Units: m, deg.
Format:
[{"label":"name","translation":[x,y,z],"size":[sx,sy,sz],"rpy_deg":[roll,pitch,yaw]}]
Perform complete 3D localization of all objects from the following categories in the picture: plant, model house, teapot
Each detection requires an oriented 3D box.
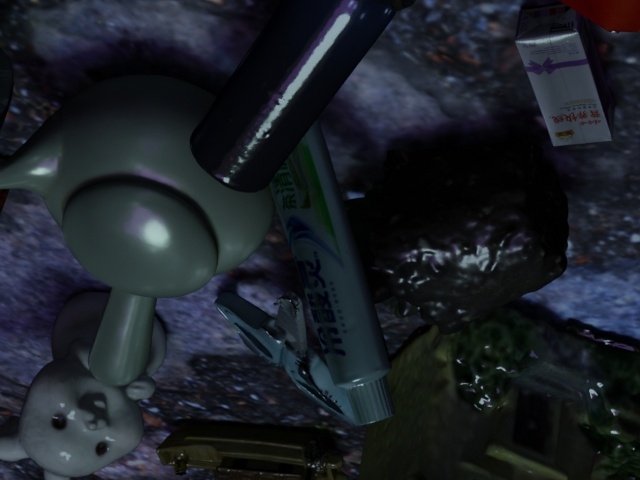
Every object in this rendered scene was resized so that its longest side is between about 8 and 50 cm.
[{"label":"plant","translation":[0.101,-0.003,1.098],"size":[0.194,0.132,0.129],"rpy_deg":[-18,131,31]},{"label":"model house","translation":[0.192,0.249,1.288],"size":[0.321,0.266,0.261],"rpy_deg":[24,147,-11]},{"label":"teapot","translation":[-0.138,0.000,1.172],"size":[0.220,0.149,0.318],"rpy_deg":[2,141,20]}]

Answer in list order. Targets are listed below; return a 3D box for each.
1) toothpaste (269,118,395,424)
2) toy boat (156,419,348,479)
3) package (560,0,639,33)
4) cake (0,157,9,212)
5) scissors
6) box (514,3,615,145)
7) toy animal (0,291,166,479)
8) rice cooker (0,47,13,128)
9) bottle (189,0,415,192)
[{"label":"toothpaste","translation":[0.000,0.000,1.062],"size":[0.075,0.296,0.048],"rpy_deg":[-20,176,44]},{"label":"toy boat","translation":[-0.081,0.259,1.545],"size":[0.226,0.088,0.068],"rpy_deg":[3,143,15]},{"label":"package","translation":[0.311,-0.212,0.754],"size":[0.424,0.123,0.196],"rpy_deg":[5,140,11]},{"label":"cake","translation":[-0.404,-0.041,1.301],"size":[0.158,0.159,0.262],"rpy_deg":[30,176,-20]},{"label":"scissors","translation":[-0.030,0.091,1.212],"size":[0.191,0.029,0.360],"rpy_deg":[41,170,8]},{"label":"box","translation":[0.182,-0.121,0.991],"size":[0.051,0.036,0.117],"rpy_deg":[-3,141,23]},{"label":"toy animal","translation":[-0.251,0.158,1.397],"size":[0.127,0.193,0.178],"rpy_deg":[34,148,-22]},{"label":"rice cooker","translation":[-0.386,-0.127,1.003],"size":[0.264,0.316,0.316],"rpy_deg":[-32,136,-5]},{"label":"bottle","translation":[-0.007,-0.136,0.970],"size":[0.082,0.072,0.244],"rpy_deg":[47,127,13]}]
